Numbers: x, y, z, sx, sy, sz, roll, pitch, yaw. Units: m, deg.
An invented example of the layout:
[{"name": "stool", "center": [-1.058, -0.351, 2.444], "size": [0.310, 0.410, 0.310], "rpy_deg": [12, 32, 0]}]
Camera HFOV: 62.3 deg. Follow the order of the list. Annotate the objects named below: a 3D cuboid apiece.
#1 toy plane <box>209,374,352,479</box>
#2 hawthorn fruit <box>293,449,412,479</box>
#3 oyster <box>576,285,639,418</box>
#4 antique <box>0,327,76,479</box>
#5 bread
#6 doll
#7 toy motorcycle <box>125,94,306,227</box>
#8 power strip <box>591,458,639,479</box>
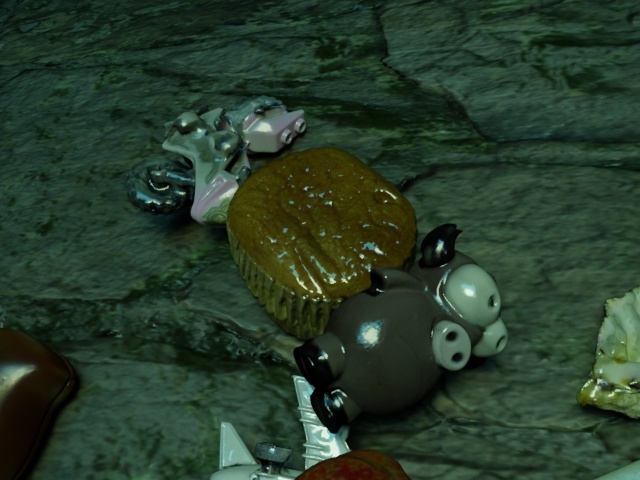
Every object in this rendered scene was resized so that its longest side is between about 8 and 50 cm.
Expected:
[{"name": "toy plane", "center": [-0.008, 0.271, 0.543], "size": [0.255, 0.101, 0.251], "rpy_deg": [5, 69, 18]}, {"name": "hawthorn fruit", "center": [0.006, 0.270, 0.415], "size": [0.203, 0.163, 0.162], "rpy_deg": [-44, 54, 8]}, {"name": "oyster", "center": [0.372, 0.119, 0.576], "size": [0.133, 0.072, 0.209], "rpy_deg": [15, 41, 31]}, {"name": "antique", "center": [-0.456, 0.231, 0.670], "size": [0.278, 0.129, 0.223], "rpy_deg": [-38, 57, -10]}, {"name": "bread", "center": [0.000, 0.000, 0.707], "size": [0.227, 0.142, 0.253], "rpy_deg": [-28, 51, -15]}, {"name": "doll", "center": [0.098, 0.097, 0.577], "size": [0.257, 0.182, 0.117], "rpy_deg": [-23, 20, -17]}, {"name": "toy motorcycle", "center": [-0.138, -0.127, 0.842], "size": [0.188, 0.143, 0.327], "rpy_deg": [30, 52, 21]}, {"name": "power strip", "center": [0.317, 0.257, 0.497], "size": [0.288, 0.053, 0.093], "rpy_deg": [-23, 54, -3]}]
